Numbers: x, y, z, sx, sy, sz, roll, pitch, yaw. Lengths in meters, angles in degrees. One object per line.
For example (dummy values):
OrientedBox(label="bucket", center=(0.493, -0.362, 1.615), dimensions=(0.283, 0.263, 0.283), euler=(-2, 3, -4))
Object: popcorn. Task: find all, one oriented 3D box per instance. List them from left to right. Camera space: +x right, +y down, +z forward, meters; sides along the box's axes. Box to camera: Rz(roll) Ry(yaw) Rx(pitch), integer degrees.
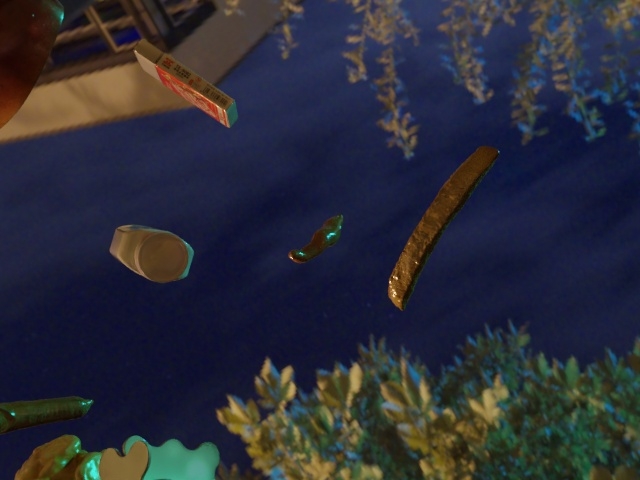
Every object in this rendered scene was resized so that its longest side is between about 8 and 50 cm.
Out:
OrientedBox(label="popcorn", center=(-0.499, 0.580, 1.915), dimensions=(0.294, 0.334, 0.292), euler=(-38, -150, 15))

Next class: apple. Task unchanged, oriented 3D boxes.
OrientedBox(label="apple", center=(-0.689, -0.425, 2.001), dimensions=(0.365, 0.295, 0.329), euler=(-50, 178, 25))

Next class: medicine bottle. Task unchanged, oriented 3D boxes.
OrientedBox(label="medicine bottle", center=(-0.366, 0.026, 2.003), dimensions=(0.296, 0.161, 0.111), euler=(-166, -88, -72))

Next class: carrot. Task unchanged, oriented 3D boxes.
OrientedBox(label="carrot", center=(-0.579, 0.329, 1.708), dimensions=(0.342, 0.070, 0.070), euler=(-2, -170, -37))

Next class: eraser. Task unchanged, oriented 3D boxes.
OrientedBox(label="eraser", center=(-0.280, -0.327, 1.929), dimensions=(0.038, 0.230, 0.157), euler=(-56, 179, -6))

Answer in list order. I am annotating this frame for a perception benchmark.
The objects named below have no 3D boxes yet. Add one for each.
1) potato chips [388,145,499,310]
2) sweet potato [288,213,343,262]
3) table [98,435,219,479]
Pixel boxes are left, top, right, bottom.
OrientedBox(label="potato chips", center=(0.233, -0.023, 1.883), dimensions=(0.057, 0.407, 0.080), euler=(39, -155, 23))
OrientedBox(label="sweet potato", center=(0.003, -0.003, 1.469), dimensions=(0.044, 0.044, 0.179), euler=(-11, -162, 30))
OrientedBox(label="table", center=(-0.241, 0.406, 1.496), dimensions=(0.167, 0.198, 0.166), euler=(-17, -115, 41))
